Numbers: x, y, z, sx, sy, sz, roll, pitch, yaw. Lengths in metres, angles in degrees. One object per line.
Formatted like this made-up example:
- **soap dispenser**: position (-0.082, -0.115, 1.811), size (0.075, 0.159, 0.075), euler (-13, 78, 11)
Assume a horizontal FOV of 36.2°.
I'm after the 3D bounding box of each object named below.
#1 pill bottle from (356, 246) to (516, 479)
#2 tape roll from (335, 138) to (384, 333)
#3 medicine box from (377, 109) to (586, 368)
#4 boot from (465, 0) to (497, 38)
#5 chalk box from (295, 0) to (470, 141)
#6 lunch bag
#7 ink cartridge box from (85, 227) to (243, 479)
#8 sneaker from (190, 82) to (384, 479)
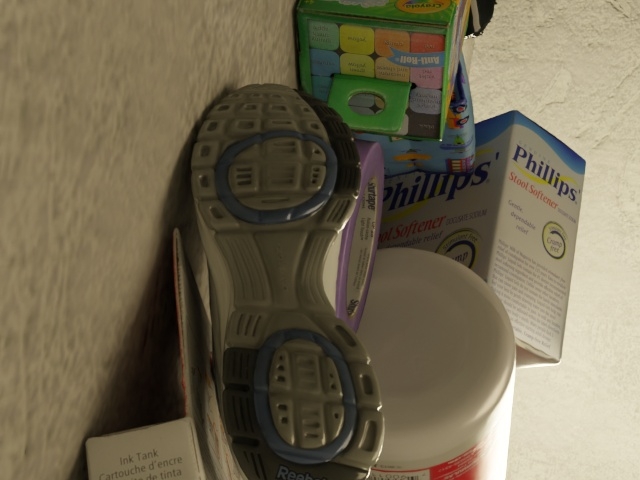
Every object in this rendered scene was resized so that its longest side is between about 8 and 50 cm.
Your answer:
- **pill bottle**: position (0.092, 0.212, 1.077), size (0.407, 0.229, 0.229), euler (80, 22, -52)
- **tape roll**: position (0.000, 0.000, 0.868), size (0.189, 0.080, 0.189), euler (9, 90, -80)
- **medicine box**: position (0.180, 0.016, 1.266), size (0.149, 0.263, 0.289), euler (28, 63, -31)
- **boot**: position (0.182, -0.353, 1.246), size (0.246, 0.094, 0.207), euler (-92, 169, -61)
- **chalk box**: position (0.056, -0.180, 0.866), size (0.132, 0.132, 0.213), euler (87, 15, -49)
- **lunch bag**: position (0.107, -0.244, 1.137), size (0.221, 0.138, 0.293), euler (58, 32, -71)
- **ink cartridge box**: position (-0.082, 0.181, 0.641), size (0.296, 0.066, 0.261), euler (83, -6, -57)
- **sneaker**: position (-0.035, 0.032, 0.624), size (0.129, 0.111, 0.297), euler (116, -24, -59)
